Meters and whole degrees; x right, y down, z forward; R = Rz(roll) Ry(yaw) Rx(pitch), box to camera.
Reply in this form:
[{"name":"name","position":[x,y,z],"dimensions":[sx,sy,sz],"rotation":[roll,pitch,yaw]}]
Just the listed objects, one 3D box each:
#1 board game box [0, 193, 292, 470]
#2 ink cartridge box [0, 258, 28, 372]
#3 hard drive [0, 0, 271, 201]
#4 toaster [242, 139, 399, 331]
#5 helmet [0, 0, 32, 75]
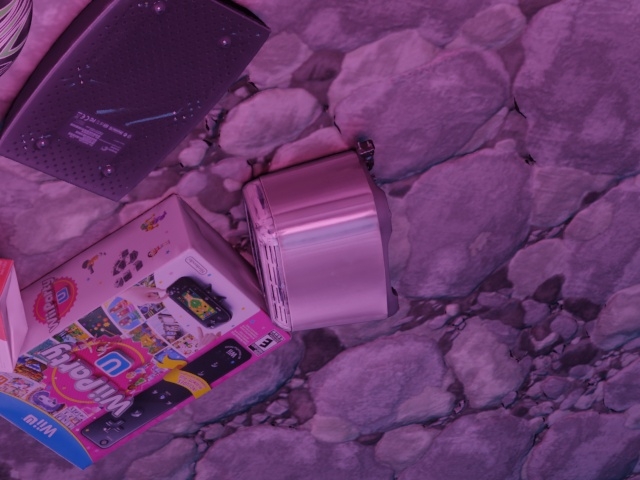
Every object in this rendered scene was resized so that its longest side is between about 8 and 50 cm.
[{"name":"board game box","position":[-0.219,0.109,1.809],"dimensions":[0.303,0.097,0.224],"rotation":[-32,138,12]},{"name":"ink cartridge box","position":[-0.415,0.070,1.673],"dimensions":[0.198,0.067,0.115],"rotation":[6,137,5]},{"name":"hard drive","position":[-0.188,-0.157,1.564],"dimensions":[0.172,0.054,0.255],"rotation":[23,123,-40]},{"name":"toaster","position":[0.000,0.000,1.759],"dimensions":[0.146,0.129,0.227],"rotation":[-13,134,-7]},{"name":"helmet","position":[-0.332,-0.197,1.376],"dimensions":[0.169,0.161,0.169],"rotation":[-12,138,-11]}]
